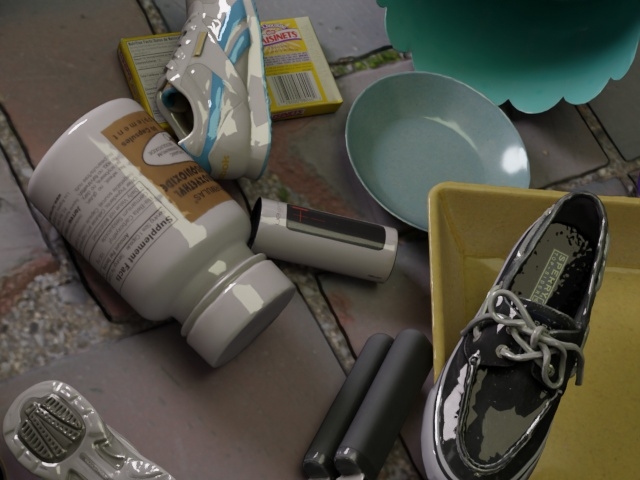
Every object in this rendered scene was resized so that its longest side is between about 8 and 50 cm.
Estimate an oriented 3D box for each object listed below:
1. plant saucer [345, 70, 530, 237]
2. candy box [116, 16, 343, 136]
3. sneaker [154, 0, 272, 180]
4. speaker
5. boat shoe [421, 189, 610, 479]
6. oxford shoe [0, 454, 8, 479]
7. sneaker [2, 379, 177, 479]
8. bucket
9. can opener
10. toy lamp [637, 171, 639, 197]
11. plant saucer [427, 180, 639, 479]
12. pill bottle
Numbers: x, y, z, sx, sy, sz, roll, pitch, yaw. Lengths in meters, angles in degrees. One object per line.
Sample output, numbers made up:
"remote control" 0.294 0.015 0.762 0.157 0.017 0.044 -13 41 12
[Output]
"plant saucer" 0.111 -0.078 1.785 0.195 0.037 0.195 10 56 -15
"candy box" -0.087 -0.160 1.766 0.206 0.027 0.105 -10 64 -26
"sneaker" -0.107 -0.164 1.692 0.092 0.087 0.229 0 62 -20
"speaker" 0.000 0.000 1.683 0.136 0.055 0.055 13 56 -12
"boat shoe" 0.180 0.089 1.559 0.113 0.105 0.306 30 60 6
"oxford shoe" -0.292 0.152 1.408 0.130 0.133 0.364 17 55 -40
"sneaker" -0.152 0.209 1.454 0.090 0.115 0.232 -41 66 -2
"bucket" 0.207 -0.285 1.816 0.281 0.281 0.183 27 48 -3
"can opener" 0.029 0.199 1.572 0.093 0.074 0.280 49 49 -31
"toy lamp" 0.460 -0.039 1.871 0.274 0.080 0.080 11 56 -15
"plant saucer" 0.256 0.119 1.664 0.332 0.081 0.333 5 61 -9
"pill bottle" -0.135 -0.004 1.586 0.229 0.131 0.131 45 55 9
